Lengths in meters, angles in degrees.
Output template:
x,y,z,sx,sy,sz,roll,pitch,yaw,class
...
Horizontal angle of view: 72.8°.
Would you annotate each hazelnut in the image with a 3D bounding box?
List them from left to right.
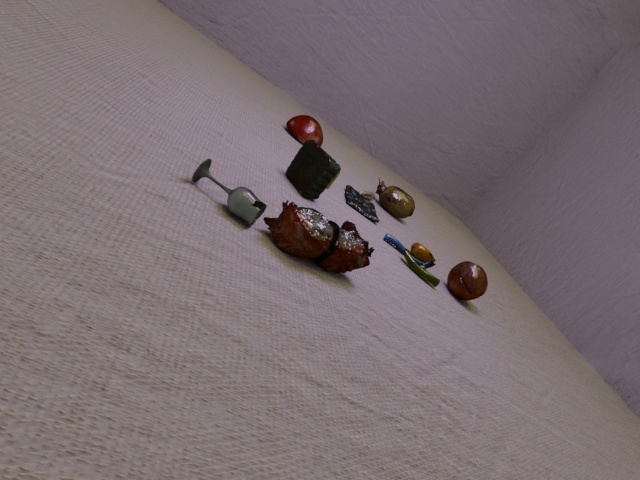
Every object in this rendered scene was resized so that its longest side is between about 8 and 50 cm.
x,y,z,sx,sy,sz,roll,pitch,yaw,class
0.661,0.182,1.928,0.182,0.182,0.182,34,20,-14,hazelnut

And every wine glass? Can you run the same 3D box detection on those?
x,y,z,sx,sy,sz,roll,pitch,yaw,class
-0.236,-0.124,1.136,0.195,0.079,0.079,38,19,-1,wine glass

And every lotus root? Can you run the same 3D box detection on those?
x,y,z,sx,sy,sz,roll,pitch,yaw,class
0.402,-0.231,2.427,0.278,0.154,0.154,40,19,0,lotus root

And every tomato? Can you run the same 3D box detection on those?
x,y,z,sx,sy,sz,roll,pitch,yaw,class
-0.067,-0.618,2.435,0.233,0.139,0.200,13,38,-52,tomato

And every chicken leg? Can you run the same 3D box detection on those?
x,y,z,sx,sy,sz,roll,pitch,yaw,class
0.122,-0.005,1.539,0.105,0.063,0.234,28,21,-41,chicken leg

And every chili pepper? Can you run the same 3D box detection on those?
x,y,z,sx,sy,sz,roll,pitch,yaw,class
0.413,0.116,1.813,0.202,0.050,0.052,45,4,10,chili pepper

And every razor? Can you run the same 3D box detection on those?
x,y,z,sx,sy,sz,roll,pitch,yaw,class
0.386,0.052,1.918,0.253,0.042,0.082,36,-23,-7,razor

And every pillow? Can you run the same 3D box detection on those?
x,y,z,sx,sy,sz,roll,pitch,yaw,class
0.197,-0.179,2.109,0.189,0.034,0.255,33,22,-12,pillow

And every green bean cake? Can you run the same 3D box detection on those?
x,y,z,sx,sy,sz,roll,pitch,yaw,class
-0.027,-0.271,1.682,0.094,0.181,0.173,16,27,-51,green bean cake

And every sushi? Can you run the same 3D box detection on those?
x,y,z,sx,sy,sz,roll,pitch,yaw,class
0.000,0.000,1.221,0.332,0.124,0.130,25,34,-38,sushi

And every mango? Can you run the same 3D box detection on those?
x,y,z,sx,sy,sz,roll,pitch,yaw,class
0.480,0.063,2.031,0.187,0.066,0.101,27,14,-45,mango

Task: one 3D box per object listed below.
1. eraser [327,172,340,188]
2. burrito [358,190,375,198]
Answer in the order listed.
x,y,z,sx,sy,sz,roll,pitch,yaw,class
0.024,-0.280,1.916,0.045,0.097,0.122,43,19,17,eraser
0.246,-0.243,2.307,0.185,0.045,0.041,1,77,-63,burrito
